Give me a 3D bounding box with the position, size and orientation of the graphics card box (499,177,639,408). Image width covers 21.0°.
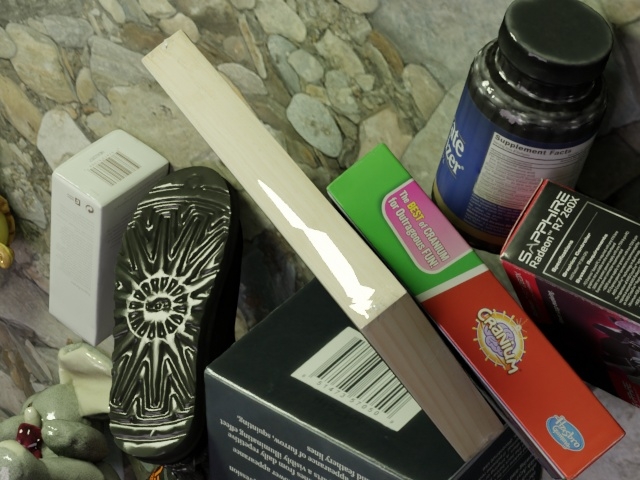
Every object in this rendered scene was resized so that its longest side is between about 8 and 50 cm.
[{"bbox_3d":[0.341,0.100,1.443,0.371,0.094,0.233,25,163,28],"label":"graphics card box"}]

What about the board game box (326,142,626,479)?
[{"bbox_3d":[0.136,0.072,1.537,0.316,0.064,0.242,51,179,8],"label":"board game box"}]

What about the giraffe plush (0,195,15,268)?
[{"bbox_3d":[-0.467,-0.035,2.185,0.210,0.181,0.170,-21,118,15],"label":"giraffe plush"}]

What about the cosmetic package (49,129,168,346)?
[{"bbox_3d":[-0.247,-0.001,2.000,0.085,0.117,0.231,34,137,22],"label":"cosmetic package"}]

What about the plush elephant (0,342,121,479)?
[{"bbox_3d":[-0.352,0.285,2.240,0.255,0.330,0.272,50,134,39],"label":"plush elephant"}]

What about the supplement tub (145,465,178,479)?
[{"bbox_3d":[-0.152,0.310,2.110,0.117,0.117,0.190,47,122,6],"label":"supplement tub"}]

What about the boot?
[{"bbox_3d":[-0.128,0.117,1.935,0.131,0.348,0.260,2,161,22],"label":"boot"}]

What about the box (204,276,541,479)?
[{"bbox_3d":[0.056,0.286,1.848,0.293,0.212,0.396,26,134,28],"label":"box"}]

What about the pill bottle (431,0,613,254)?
[{"bbox_3d":[0.177,-0.101,1.495,0.123,0.123,0.219,35,138,20],"label":"pill bottle"}]

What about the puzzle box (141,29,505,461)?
[{"bbox_3d":[0.000,0.000,1.595,0.409,0.052,0.272,50,179,38],"label":"puzzle box"}]
